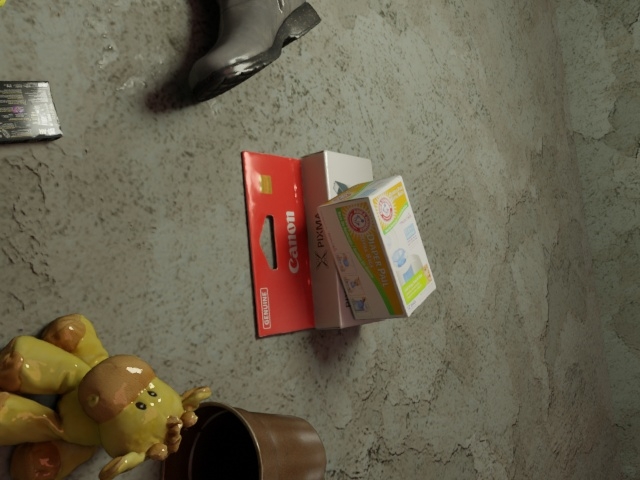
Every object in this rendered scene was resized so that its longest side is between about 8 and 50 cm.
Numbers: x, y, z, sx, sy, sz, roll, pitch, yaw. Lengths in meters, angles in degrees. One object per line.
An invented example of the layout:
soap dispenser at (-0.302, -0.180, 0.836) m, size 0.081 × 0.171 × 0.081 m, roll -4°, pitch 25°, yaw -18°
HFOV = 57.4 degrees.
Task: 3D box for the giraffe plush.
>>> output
giraffe plush at (-0.220, 0.178, 0.606) m, size 0.210 × 0.171 × 0.181 m, roll 44°, pitch 52°, yaw -34°

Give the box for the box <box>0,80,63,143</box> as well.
box at (-0.338, -0.143, 0.649) m, size 0.083 × 0.018 × 0.067 m, roll -19°, pitch 97°, yaw -48°

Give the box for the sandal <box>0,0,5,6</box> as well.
sandal at (-0.358, -0.250, 0.550) m, size 0.126 × 0.138 × 0.317 m, roll 7°, pitch 75°, yaw -34°

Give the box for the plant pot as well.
plant pot at (-0.087, 0.291, 0.754) m, size 0.165 × 0.167 × 0.166 m, roll 19°, pitch 69°, yaw -53°

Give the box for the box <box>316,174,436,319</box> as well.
box at (0.093, 0.013, 0.943) m, size 0.114 × 0.103 × 0.203 m, roll -33°, pitch 108°, yaw -49°

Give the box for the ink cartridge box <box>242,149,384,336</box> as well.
ink cartridge box at (0.000, 0.000, 0.969) m, size 0.261 × 0.066 × 0.296 m, roll 0°, pitch 83°, yaw -50°

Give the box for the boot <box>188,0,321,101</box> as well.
boot at (-0.142, -0.358, 0.858) m, size 0.222 × 0.118 × 0.338 m, roll 56°, pitch 36°, yaw -21°
